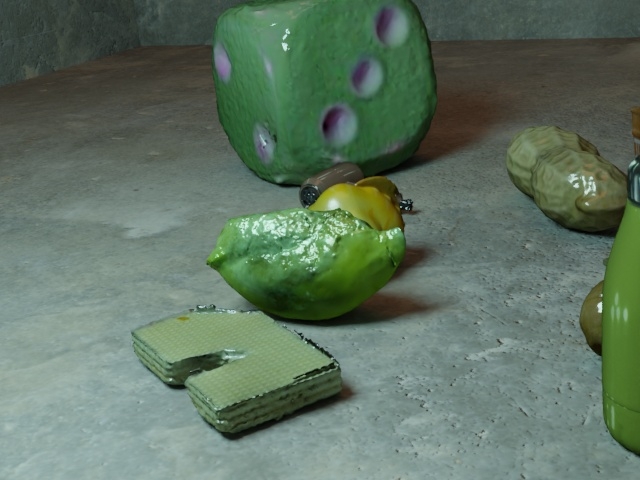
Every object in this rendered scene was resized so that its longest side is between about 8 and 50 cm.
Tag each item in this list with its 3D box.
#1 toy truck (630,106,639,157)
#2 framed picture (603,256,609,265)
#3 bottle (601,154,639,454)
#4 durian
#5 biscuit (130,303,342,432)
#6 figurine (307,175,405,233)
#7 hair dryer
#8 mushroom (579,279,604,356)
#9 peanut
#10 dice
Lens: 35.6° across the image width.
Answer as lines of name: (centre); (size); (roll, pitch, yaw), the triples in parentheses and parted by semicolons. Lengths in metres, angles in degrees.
toy truck: (0.666, -0.152, 1.480); (0.387, 0.173, 0.207); (-7, 10, 5)
framed picture: (0.485, 0.023, 1.273); (0.201, 0.010, 0.136); (-14, 20, -21)
bottle: (0.300, 0.054, 0.861); (0.112, 0.260, 0.112); (-5, 19, 2)
durian: (-0.018, 0.029, 1.205); (0.250, 0.139, 0.101); (9, 37, 21)
biscuit: (-0.099, 0.129, 1.083); (0.147, 0.046, 0.250); (-18, 24, -28)
figurine: (0.000, 0.000, 1.330); (0.246, 0.131, 0.156); (-25, 28, -10)
hair dryer: (0.065, -0.072, 1.595); (0.181, 0.064, 0.117); (15, 28, 33)
mushroom: (0.411, 0.093, 0.942); (0.128, 0.128, 0.350); (-22, 21, -39)
peanut: (0.368, -0.093, 1.475); (0.136, 0.120, 0.298); (-12, 22, -3)
dice: (0.004, -0.290, 1.825); (0.322, 0.330, 0.318); (-16, 17, -25)
